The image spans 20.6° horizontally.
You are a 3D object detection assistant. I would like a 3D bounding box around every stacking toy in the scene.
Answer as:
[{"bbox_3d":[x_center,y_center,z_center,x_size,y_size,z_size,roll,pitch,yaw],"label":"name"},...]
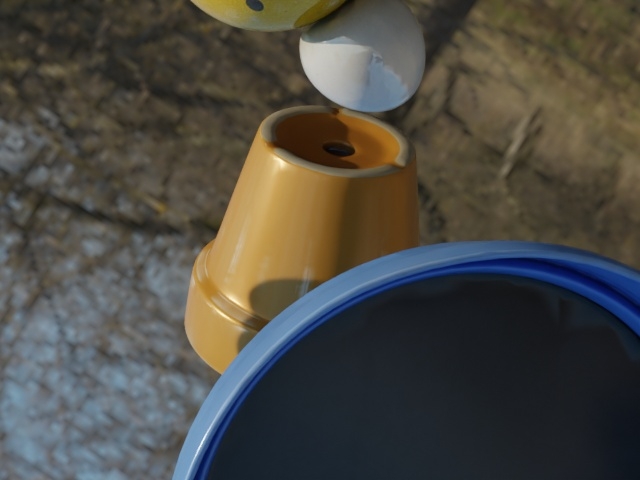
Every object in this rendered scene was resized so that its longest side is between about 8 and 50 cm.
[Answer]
[{"bbox_3d":[-0.053,-0.314,1.599,0.480,0.350,0.350,49,178,-20],"label":"stacking toy"}]

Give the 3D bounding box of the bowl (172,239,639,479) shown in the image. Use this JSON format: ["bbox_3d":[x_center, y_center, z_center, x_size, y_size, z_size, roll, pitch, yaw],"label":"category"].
[{"bbox_3d":[0.090,0.183,1.071,0.391,0.391,0.077,33,-175,-20],"label":"bowl"}]

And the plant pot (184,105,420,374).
[{"bbox_3d":[0.000,0.000,1.444,0.205,0.188,0.205,7,-151,-4],"label":"plant pot"}]
